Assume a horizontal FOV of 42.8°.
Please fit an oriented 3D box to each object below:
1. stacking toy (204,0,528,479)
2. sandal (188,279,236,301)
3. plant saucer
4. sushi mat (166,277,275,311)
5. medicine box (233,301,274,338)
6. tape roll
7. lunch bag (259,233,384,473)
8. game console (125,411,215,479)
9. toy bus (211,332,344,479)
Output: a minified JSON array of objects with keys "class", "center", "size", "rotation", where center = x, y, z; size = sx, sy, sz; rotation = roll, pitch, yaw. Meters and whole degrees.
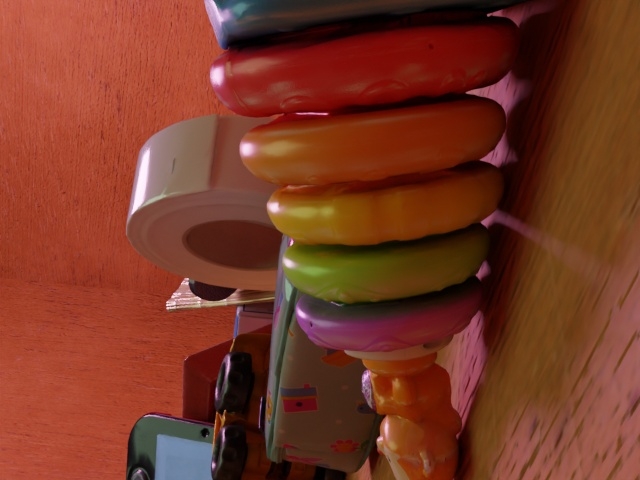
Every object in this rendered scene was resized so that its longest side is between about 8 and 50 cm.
[{"class":"stacking toy","center":[0.037,0.002,0.454],"size":[0.175,0.165,0.302],"rotation":[-126,27,-77]},{"class":"sandal","center":[-0.167,0.026,1.532],"size":[0.254,0.054,0.097],"rotation":[-49,-46,-44]},{"class":"plant saucer","center":[-0.116,0.249,1.440],"size":[0.048,0.259,0.259],"rotation":[53,149,32]},{"class":"sushi mat","center":[-0.148,0.067,1.565],"size":[0.019,0.316,0.151],"rotation":[58,-140,-30]},{"class":"medicine box","center":[-0.101,0.164,1.686],"size":[0.289,0.149,0.264],"rotation":[-90,7,-55]},{"class":"tape roll","center":[-0.088,-0.035,0.993],"size":[0.286,0.286,0.100],"rotation":[107,169,-65]},{"class":"lunch bag","center":[0.009,0.061,0.758],"size":[0.224,0.107,0.279],"rotation":[-90,8,-52]},{"class":"game console","center":[-0.185,0.468,1.329],"size":[0.060,0.386,0.342],"rotation":[15,-101,-51]},{"class":"toy bus","center":[-0.075,0.258,1.001],"size":[0.211,0.149,0.220],"rotation":[121,157,-43]}]
